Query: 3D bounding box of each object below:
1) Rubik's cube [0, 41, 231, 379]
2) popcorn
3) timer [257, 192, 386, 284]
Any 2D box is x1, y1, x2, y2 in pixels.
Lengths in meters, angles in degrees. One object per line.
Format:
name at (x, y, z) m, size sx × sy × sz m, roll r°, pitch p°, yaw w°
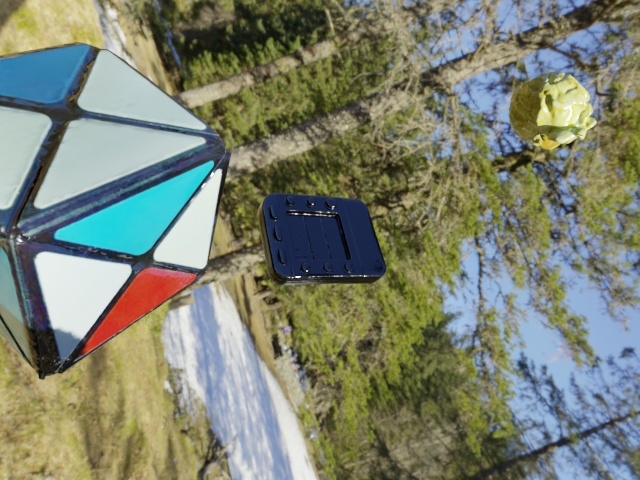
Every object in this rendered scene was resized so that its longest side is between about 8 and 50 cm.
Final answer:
Rubik's cube at (-0.287, -0.047, 0.522) m, size 0.246 × 0.250 × 0.249 m, roll 37°, pitch -44°, yaw 16°
popcorn at (0.419, -0.240, 0.834) m, size 0.135 × 0.141 × 0.163 m, roll 33°, pitch 64°, yaw -34°
timer at (0.000, 0.000, 0.684) m, size 0.055 × 0.187 × 0.144 m, roll -50°, pitch -135°, yaw 50°
